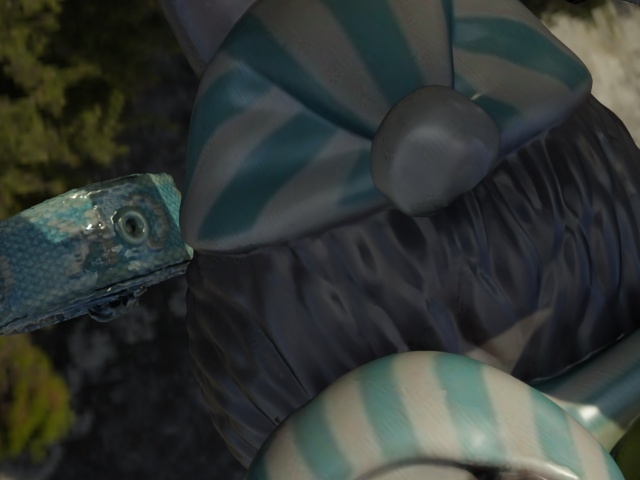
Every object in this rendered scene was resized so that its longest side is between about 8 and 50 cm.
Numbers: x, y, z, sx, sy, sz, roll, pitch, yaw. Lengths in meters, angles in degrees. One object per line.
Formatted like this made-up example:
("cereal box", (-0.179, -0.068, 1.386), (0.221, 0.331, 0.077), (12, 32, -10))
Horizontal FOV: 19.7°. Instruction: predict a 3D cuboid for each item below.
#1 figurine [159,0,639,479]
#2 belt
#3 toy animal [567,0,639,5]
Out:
("figurine", (0.000, 0.000, 0.846), (0.266, 0.377, 0.361), (-39, 179, 20))
("belt", (-0.146, 0.012, 1.166), (0.163, 0.082, 0.148), (-21, 179, -43))
("toy animal", (0.254, -0.152, 0.598), (0.357, 0.258, 0.194), (2, 132, 9))
